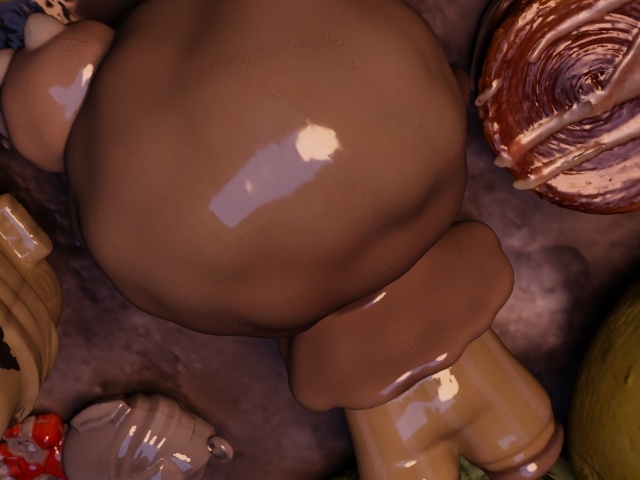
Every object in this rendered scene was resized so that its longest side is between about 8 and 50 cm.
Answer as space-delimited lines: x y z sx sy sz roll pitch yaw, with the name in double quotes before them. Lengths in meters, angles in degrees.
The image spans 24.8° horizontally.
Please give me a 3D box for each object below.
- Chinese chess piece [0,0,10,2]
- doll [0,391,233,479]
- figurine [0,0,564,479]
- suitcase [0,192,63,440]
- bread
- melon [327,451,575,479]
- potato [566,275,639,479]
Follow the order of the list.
"Chinese chess piece" -0.179 -0.245 0.729 0.250 0.101 0.250 2 111 5
"doll" -0.141 0.137 0.944 0.180 0.079 0.094 -8 131 16
"figurine" 0.001 0.001 0.807 0.248 0.203 0.380 -27 112 15
"suitcase" -0.359 0.016 0.816 0.339 0.194 0.351 -30 111 19
"bread" 0.167 -0.094 0.841 0.161 0.073 0.160 0 113 1
"melon" 0.064 0.288 0.969 0.331 0.226 0.343 38 118 28
"potato" 0.285 0.073 0.848 0.304 0.216 0.216 -37 111 4
